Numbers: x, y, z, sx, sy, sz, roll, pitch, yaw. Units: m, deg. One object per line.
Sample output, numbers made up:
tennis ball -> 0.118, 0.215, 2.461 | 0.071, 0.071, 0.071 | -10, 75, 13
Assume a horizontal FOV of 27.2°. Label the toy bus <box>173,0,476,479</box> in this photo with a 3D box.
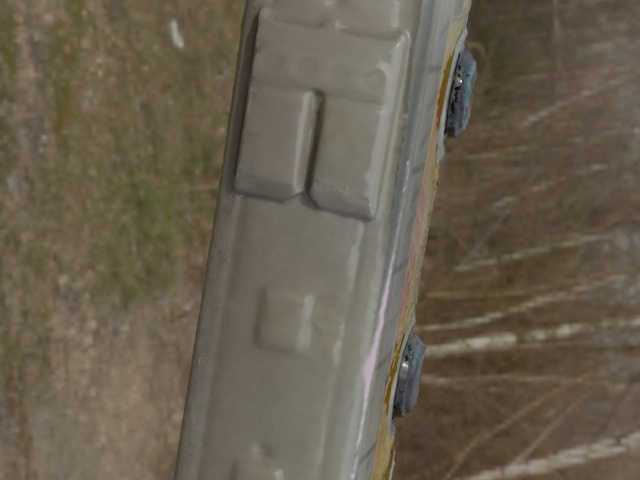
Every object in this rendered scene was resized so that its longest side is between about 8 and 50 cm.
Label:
toy bus -> 0.000, 0.000, 0.520 | 0.106, 0.092, 0.268 | -34, 135, -74
